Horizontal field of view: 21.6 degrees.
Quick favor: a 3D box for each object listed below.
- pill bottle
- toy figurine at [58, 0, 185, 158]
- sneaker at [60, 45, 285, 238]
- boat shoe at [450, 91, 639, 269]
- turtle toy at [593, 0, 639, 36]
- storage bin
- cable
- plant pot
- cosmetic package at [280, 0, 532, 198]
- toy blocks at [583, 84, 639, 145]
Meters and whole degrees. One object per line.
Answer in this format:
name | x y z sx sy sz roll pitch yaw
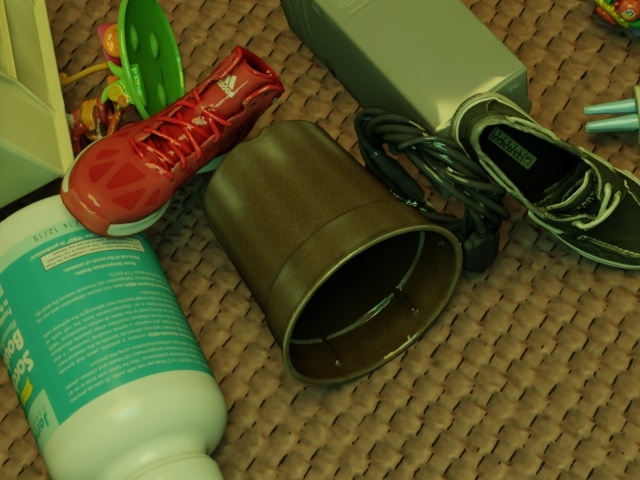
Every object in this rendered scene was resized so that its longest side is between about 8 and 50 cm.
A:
pill bottle | -0.165 0.102 1.305 0.146 0.146 0.264 -25 62 -6
toy figurine | -0.212 -0.118 1.463 0.159 0.130 0.173 -11 86 16
sneaker | -0.110 -0.093 1.322 0.087 0.128 0.221 43 39 1
boat shoe | 0.197 -0.036 1.318 0.219 0.070 0.078 30 102 -19
turtle toy | 0.277 -0.207 1.447 0.130 0.095 0.066 44 97 25
storage bin | -0.360 -0.126 1.406 0.262 0.123 0.260 -26 61 21
cable | 0.086 -0.052 1.330 0.047 0.184 0.150 -41 70 -10
plant pot | 0.000 0.000 1.338 0.167 0.167 0.165 -33 56 -10
cosmetic package | 0.069 -0.165 1.425 0.107 0.127 0.238 -33 62 -9
toy blocks | 0.299 -0.076 1.391 0.148 0.054 0.123 -6 64 5
